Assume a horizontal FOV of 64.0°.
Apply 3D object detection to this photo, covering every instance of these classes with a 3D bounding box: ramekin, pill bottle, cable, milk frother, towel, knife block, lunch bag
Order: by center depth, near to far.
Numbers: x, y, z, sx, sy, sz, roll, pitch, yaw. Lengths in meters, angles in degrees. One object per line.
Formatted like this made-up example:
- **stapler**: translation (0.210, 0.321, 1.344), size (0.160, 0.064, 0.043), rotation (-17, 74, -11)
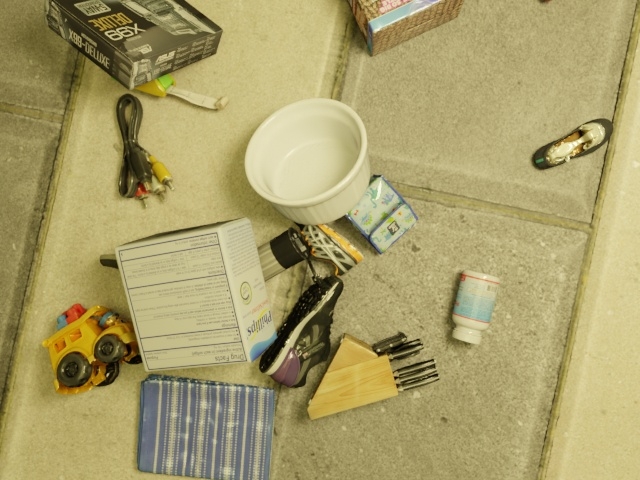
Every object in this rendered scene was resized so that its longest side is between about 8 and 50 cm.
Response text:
- **ramekin**: translation (-0.019, -0.169, 1.153), size (0.276, 0.135, 0.278), rotation (-8, 61, 14)
- **pill bottle**: translation (0.356, 0.153, 1.187), size (0.087, 0.087, 0.160), rotation (14, 90, 4)
- **milk frother**: translation (-0.082, 0.065, 1.191), size (0.134, 0.129, 0.143), rotation (-30, 73, 16)
- **knife block**: translation (0.131, 0.334, 1.198), size (0.242, 0.088, 0.276), rotation (28, 90, 5)
- **lunch bag**: translation (0.140, -0.060, 1.209), size (0.129, 0.096, 0.151), rotation (-43, 104, 0)
- **towel**: translation (-0.282, 0.464, 1.251), size (0.335, 0.040, 0.244), rotation (4, 90, 4)
- **cable**: translation (-0.461, -0.219, 1.286), size (0.139, 0.072, 0.288), rotation (-26, 74, 20)

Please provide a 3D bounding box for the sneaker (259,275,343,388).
- **sneaker**: translation (-0.018, 0.220, 1.223), size (0.124, 0.107, 0.283), rotation (37, 88, -20)

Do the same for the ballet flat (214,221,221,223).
- **ballet flat**: translation (-0.226, 0.079, 1.245), size (0.087, 0.083, 0.248), rotation (4, 89, -20)

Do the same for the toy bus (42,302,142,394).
- **toy bus**: translation (-0.544, 0.232, 1.236), size (0.220, 0.149, 0.212), rotation (-33, 71, 1)

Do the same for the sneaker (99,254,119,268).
- **sneaker**: translation (-0.440, 0.102, 1.248), size (0.221, 0.083, 0.118), rotation (12, 90, 3)

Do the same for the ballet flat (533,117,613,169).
- **ballet flat**: translation (0.597, -0.226, 1.187), size (0.203, 0.074, 0.074), rotation (-27, 87, 3)

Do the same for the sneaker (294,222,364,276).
- **sneaker**: translation (0.000, 0.000, 1.221), size (0.214, 0.084, 0.083), rotation (40, 97, 4)

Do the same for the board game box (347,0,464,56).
- **board game box**: translation (0.168, -0.630, 1.191), size (0.231, 0.141, 0.291), rotation (-23, 87, 3)

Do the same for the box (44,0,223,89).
- **box**: translation (-0.412, -0.485, 1.166), size (0.242, 0.307, 0.077), rotation (38, 134, 5)

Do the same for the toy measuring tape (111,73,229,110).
- **toy measuring tape**: translation (-0.380, -0.411, 1.236), size (0.329, 0.121, 0.122), rotation (18, 90, 4)

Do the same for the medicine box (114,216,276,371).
- **medicine box**: translation (-0.266, 0.119, 1.115), size (0.263, 0.149, 0.290), rotation (-9, 98, 19)
